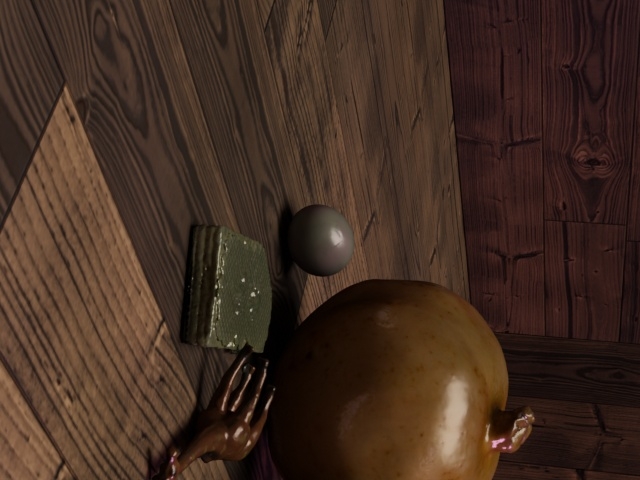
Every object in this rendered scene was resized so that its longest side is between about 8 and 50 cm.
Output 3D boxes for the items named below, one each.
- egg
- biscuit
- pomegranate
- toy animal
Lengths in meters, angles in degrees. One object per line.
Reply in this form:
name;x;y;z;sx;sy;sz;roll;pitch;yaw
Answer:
egg;0.000;0.000;1.966;0.135;0.103;0.103;67;30;-60
biscuit;-0.110;0.069;1.641;0.252;0.052;0.150;34;61;-75
pomegranate;0.117;0.250;1.904;0.411;0.411;0.411;4;90;-77
toy animal;-0.127;0.230;1.570;0.229;0.066;0.224;-60;163;-26
